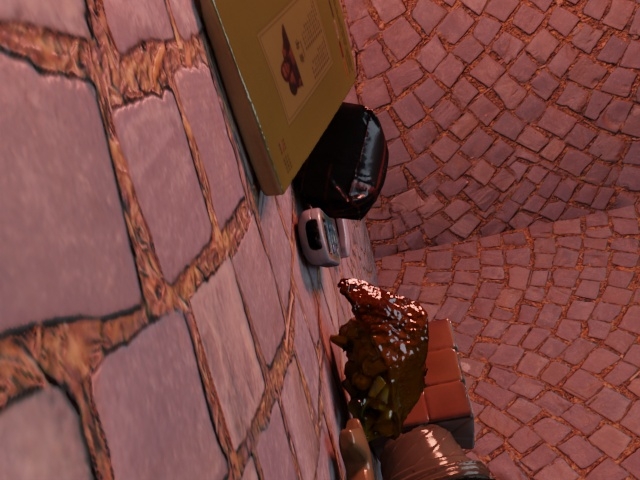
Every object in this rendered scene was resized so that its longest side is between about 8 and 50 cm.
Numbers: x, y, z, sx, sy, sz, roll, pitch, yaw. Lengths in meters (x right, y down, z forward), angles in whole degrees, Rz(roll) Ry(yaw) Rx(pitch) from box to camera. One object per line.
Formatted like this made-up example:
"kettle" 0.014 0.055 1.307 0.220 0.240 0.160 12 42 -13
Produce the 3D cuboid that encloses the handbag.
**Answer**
"handbag" 0.035 -0.125 1.138 0.215 0.155 0.169 44 54 -78

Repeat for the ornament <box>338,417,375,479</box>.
"ornament" 0.059 0.367 0.839 0.245 0.061 0.230 -82 157 -69

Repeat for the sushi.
"sushi" 0.091 0.207 1.082 0.167 0.179 0.296 53 -28 40

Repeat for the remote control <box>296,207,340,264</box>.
"remote control" 0.000 0.000 1.076 0.244 0.047 0.087 33 49 -82

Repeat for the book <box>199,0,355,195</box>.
"book" -0.035 -0.245 0.825 0.352 0.035 0.239 -63 144 -49

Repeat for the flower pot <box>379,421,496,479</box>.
"flower pot" 0.201 0.446 1.277 0.235 0.235 0.140 69 0 -54

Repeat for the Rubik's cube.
"Rubik's cube" 0.202 0.330 1.442 0.231 0.221 0.224 69 11 -54

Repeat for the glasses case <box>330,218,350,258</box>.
"glasses case" 0.036 -0.048 1.479 0.067 0.045 0.178 13 65 -83
